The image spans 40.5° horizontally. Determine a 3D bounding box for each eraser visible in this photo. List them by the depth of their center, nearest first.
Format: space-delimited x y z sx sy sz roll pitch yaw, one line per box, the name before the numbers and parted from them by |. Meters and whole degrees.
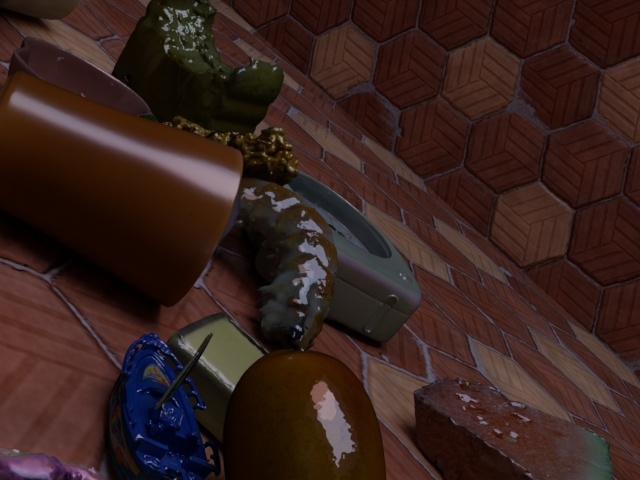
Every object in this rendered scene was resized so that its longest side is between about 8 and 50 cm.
eraser | -0.068 0.150 0.822 0.172 0.058 0.117 41 17 9

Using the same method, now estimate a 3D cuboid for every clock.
clock | 0.000 0.000 1.326 0.265 0.109 0.324 29 17 -28

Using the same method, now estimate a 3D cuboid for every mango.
mango | -0.009 0.184 0.659 0.120 0.152 0.221 -2 50 -14

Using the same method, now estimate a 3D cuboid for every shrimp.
shrimp | -0.079 -0.003 1.082 0.287 0.068 0.185 43 52 7

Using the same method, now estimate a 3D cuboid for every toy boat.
toy boat | -0.117 0.119 0.703 0.091 0.110 0.175 33 14 -31

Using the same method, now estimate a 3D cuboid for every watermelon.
watermelon | 0.223 0.269 1.076 0.256 0.140 0.193 33 18 16

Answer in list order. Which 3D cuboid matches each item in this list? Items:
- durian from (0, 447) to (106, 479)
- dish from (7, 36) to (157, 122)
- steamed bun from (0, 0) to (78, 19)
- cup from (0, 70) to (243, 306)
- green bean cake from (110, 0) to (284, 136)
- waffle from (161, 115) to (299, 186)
durian | -0.213 0.161 0.376 0.341 0.112 0.191 25 28 -16
dish | -0.309 -0.158 1.093 0.213 0.090 0.213 34 15 -10
steamed bun | -0.513 -0.482 1.427 0.250 0.155 0.200 45 16 12
cup | -0.223 -0.055 0.904 0.263 0.182 0.226 26 -14 -21
green bean cake | -0.199 -0.234 1.311 0.236 0.233 0.124 46 22 26
waffle | -0.126 -0.114 1.166 0.193 0.070 0.197 11 -14 -29
